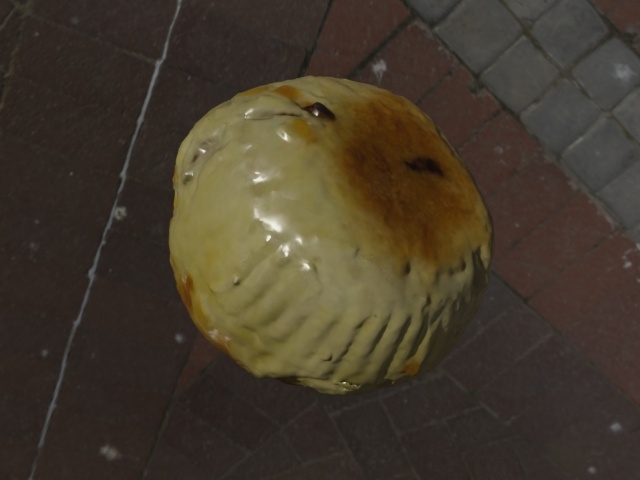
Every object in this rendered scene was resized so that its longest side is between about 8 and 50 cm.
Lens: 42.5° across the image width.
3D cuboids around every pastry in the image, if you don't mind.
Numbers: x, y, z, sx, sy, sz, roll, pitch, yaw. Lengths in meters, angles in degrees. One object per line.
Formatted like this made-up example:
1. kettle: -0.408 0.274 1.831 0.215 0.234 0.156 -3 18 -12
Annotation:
1. pastry: 0.000 0.000 0.959 0.389 0.388 0.312 28 135 -15
